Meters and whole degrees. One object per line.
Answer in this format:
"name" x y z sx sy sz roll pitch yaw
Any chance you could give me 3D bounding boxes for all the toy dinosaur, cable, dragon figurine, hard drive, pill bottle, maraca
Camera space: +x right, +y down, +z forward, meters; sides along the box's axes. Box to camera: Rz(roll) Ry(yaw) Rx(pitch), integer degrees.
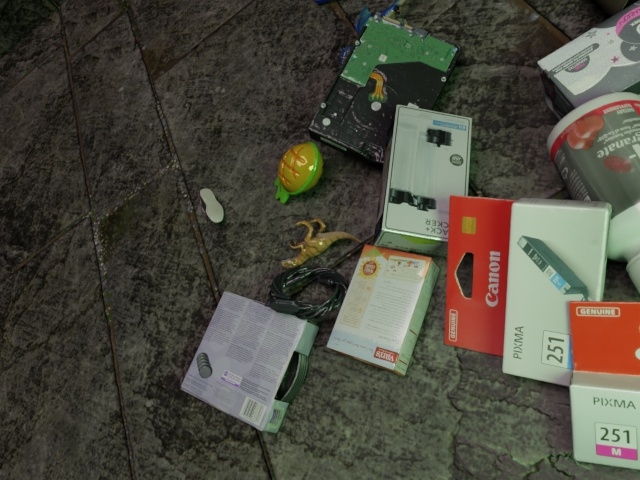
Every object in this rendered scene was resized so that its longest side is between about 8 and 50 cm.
"toy dinosaur" 0.000 0.000 1.230 0.212 0.064 0.112 -29 73 26
"cable" -0.023 0.110 1.159 0.185 0.047 0.150 1 32 23
"dragon figurine" 0.146 -0.553 1.389 0.144 0.085 0.289 10 74 33
"hard drive" 0.150 -0.343 1.240 0.237 0.064 0.338 25 81 8
"pill bottle" 0.520 -0.075 0.882 0.176 0.176 0.318 -23 57 19
"maraca" -0.061 -0.167 1.318 0.186 0.099 0.127 -36 47 43

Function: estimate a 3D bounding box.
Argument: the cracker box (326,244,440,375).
"cracker box" 0.128 0.135 1.075 0.156 0.067 0.232 13 73 35

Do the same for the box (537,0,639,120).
"box" 0.565 -0.317 0.996 0.247 0.142 0.163 -29 56 14

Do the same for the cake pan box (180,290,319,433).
"cake pan box" -0.155 0.260 1.178 0.267 0.070 0.245 12 75 34

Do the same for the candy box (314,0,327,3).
"candy box" 0.130 -0.841 1.517 0.317 0.122 0.268 5 69 30

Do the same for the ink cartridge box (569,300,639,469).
"ink cartridge box" 0.502 0.210 0.751 0.275 0.060 0.238 -3 102 29

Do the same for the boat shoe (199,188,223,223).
"boat shoe" -0.297 -0.086 1.447 0.046 0.038 0.125 -16 55 -28

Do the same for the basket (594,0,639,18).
"basket" 0.621 -0.540 1.072 0.205 0.154 0.226 -24 52 0

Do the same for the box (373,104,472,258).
"box" 0.213 -0.121 1.092 0.169 0.087 0.289 11 70 -2

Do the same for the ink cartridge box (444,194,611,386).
"ink cartridge box" 0.327 0.078 0.895 0.261 0.066 0.296 7 105 32
